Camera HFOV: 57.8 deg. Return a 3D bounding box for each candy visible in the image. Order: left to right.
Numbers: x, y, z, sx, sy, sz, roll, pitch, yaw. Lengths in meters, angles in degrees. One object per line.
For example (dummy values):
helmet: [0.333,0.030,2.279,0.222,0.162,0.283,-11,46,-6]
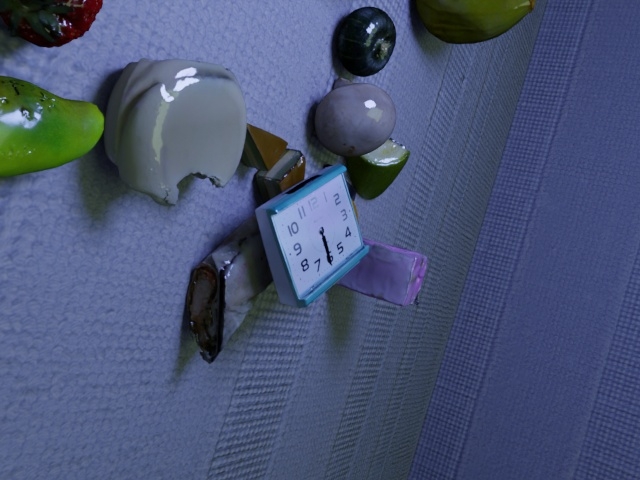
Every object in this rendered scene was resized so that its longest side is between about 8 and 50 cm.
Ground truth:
candy: [0.161,0.081,1.646,0.116,0.265,0.155,3,101,-56]

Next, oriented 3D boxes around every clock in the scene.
clock: [-0.026,-0.014,1.261,0.262,0.116,0.231,-38,118,-46]

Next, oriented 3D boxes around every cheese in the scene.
cheese: [-0.235,-0.185,0.977,0.266,0.127,0.233,-11,113,-56]

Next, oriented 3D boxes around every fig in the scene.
fig: [0.452,-0.734,1.670,0.343,0.343,0.343,-34,132,-49]

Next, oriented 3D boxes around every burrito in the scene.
burrito: [-0.177,0.072,1.229,0.348,0.107,0.175,-53,129,-36]

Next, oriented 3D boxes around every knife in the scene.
knife: [0.056,-0.148,1.605,0.060,0.028,0.230,-60,153,0]

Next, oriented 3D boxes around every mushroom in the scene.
mushroom: [0.079,-0.315,1.426,0.204,0.204,0.204,-34,132,-49]

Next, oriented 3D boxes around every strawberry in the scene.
strawberry: [-0.341,-0.324,0.741,0.131,0.131,0.148,66,23,-49]

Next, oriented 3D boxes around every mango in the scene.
mango: [-0.387,-0.150,0.750,0.233,0.111,0.125,-31,134,-52]

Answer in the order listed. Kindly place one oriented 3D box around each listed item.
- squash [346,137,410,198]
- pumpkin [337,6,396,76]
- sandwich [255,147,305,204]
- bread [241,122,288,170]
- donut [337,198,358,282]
squash: [0.126,-0.205,1.684,0.111,0.203,0.289,-64,-176,-18]
pumpkin: [0.115,-0.489,1.432,0.167,0.125,0.167,18,90,-72]
sandwich: [-0.072,-0.113,1.335,0.113,0.079,0.163,-52,143,-32]
bread: [-0.134,-0.221,1.186,0.084,0.074,0.139,-59,145,-25]
donut: [0.000,0.000,1.488,0.303,0.110,0.303,-33,130,-50]
